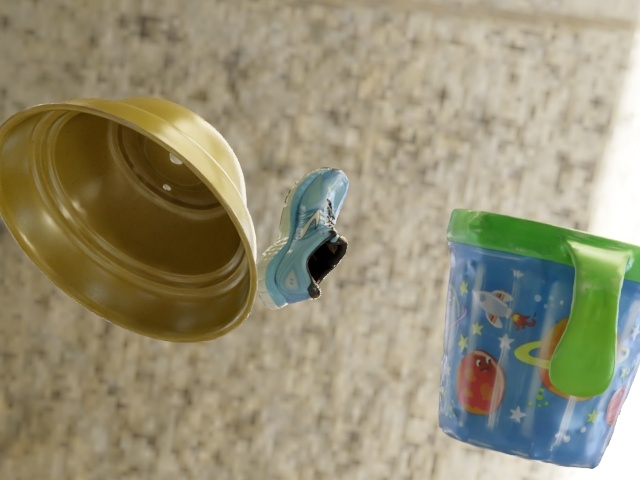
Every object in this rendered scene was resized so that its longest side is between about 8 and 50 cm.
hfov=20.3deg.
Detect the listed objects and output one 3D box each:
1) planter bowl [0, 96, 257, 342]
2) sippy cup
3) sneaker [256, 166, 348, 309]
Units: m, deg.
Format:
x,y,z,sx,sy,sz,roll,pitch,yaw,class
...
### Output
x,y,z,sx,sy,sz,roll,pitch,yaw,class
-0.121,-0.036,1.276,0.217,0.217,0.090,17,-132,21,planter bowl
0.218,0.101,1.761,0.240,0.224,0.305,13,179,29,sippy cup
0.000,0.000,1.684,0.073,0.063,0.162,0,-129,30,sneaker
